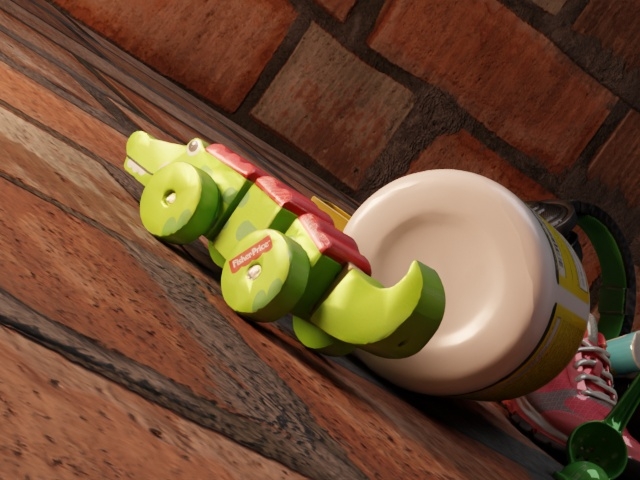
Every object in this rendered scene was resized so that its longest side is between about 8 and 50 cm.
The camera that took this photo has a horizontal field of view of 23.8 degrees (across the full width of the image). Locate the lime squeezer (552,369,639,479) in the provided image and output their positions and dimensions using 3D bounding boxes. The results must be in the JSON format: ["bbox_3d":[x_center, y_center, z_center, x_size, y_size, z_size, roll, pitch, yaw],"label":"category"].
[{"bbox_3d":[0.252,0.191,1.323,0.059,0.110,0.310,50,34,-5],"label":"lime squeezer"}]

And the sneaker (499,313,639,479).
[{"bbox_3d":[0.256,0.140,1.602,0.116,0.136,0.314,31,6,-32],"label":"sneaker"}]

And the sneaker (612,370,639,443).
[{"bbox_3d":[0.337,0.193,1.658,0.130,0.109,0.286,24,-24,8],"label":"sneaker"}]

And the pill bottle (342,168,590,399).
[{"bbox_3d":[0.141,0.052,1.379,0.188,0.188,0.334,36,4,19],"label":"pill bottle"}]

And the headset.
[{"bbox_3d":[0.235,0.063,1.916,0.394,0.243,0.185,7,-4,-41],"label":"headset"}]

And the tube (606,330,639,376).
[{"bbox_3d":[0.298,0.153,1.764,0.080,0.052,0.207,37,-37,-25],"label":"tube"}]

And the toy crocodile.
[{"bbox_3d":[-0.041,-0.005,1.178,0.115,0.105,0.340,30,5,-45],"label":"toy crocodile"}]

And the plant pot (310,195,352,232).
[{"bbox_3d":[0.010,0.015,1.474,0.081,0.083,0.081,35,4,11],"label":"plant pot"}]
